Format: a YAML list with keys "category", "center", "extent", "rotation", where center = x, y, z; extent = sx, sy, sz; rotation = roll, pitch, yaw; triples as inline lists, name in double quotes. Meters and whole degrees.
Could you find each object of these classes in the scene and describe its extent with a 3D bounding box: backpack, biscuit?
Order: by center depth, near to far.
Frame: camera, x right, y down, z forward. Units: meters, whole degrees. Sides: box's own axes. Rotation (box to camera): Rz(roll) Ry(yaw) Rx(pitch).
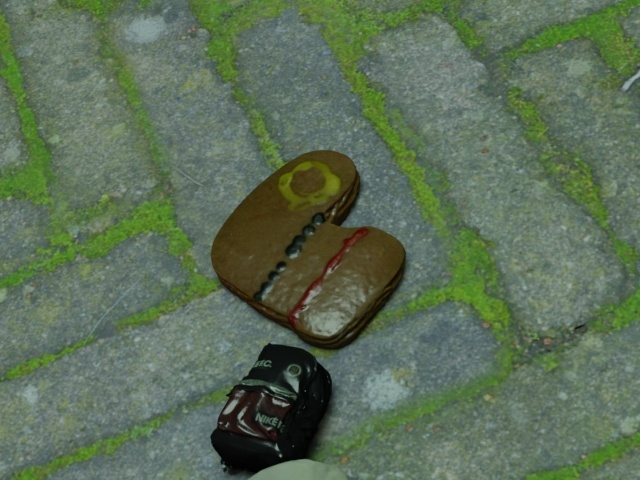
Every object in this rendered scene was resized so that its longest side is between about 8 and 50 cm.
- category: "backpack"
  center: [-0.058, 0.204, 1.651]
  extent: [0.120, 0.106, 0.165]
  rotation: [5, 57, 24]
- category: "biscuit"
  center: [0.000, -0.001, 1.832]
  extent: [0.277, 0.052, 0.262]
  rotation: [34, 67, 33]

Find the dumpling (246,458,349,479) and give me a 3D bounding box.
- category: "dumpling"
  center: [-0.059, 0.370, 1.464]
  extent: [0.318, 0.187, 0.243]
  rotation: [-36, 60, -13]
